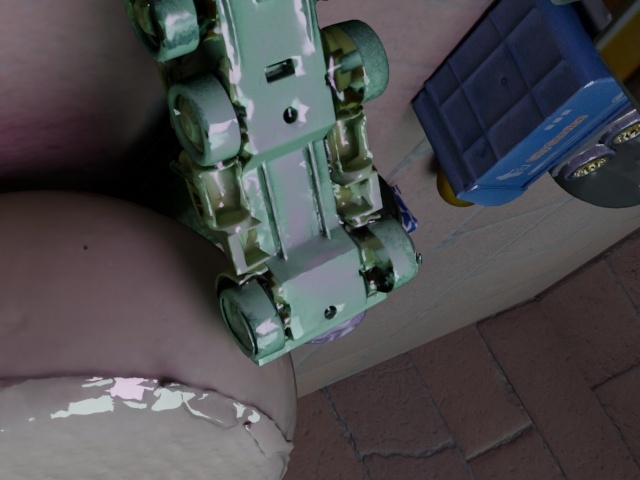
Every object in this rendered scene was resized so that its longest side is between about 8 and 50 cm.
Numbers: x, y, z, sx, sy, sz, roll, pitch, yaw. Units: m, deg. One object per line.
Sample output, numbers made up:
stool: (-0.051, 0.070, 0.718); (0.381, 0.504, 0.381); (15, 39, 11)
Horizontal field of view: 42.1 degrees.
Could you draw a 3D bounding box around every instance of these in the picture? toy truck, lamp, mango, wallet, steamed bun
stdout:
toy truck: (0.239, -0.163, 0.767); (0.175, 0.146, 0.367); (-12, 159, -34)
lamp: (0.381, -0.162, 0.945); (0.182, 0.182, 0.314); (-18, 160, -34)
toy truck: (-0.035, -0.065, 0.492); (0.128, 0.259, 0.135); (-26, -154, -23)
mango: (0.198, -0.087, 1.075); (0.103, 0.076, 0.161); (-34, 173, -2)
wallet: (-0.094, -0.050, 0.721); (0.160, 0.055, 0.236); (-6, 158, -43)
steamed bun: (-0.207, 0.106, 0.635); (0.374, 0.241, 0.374); (-10, 142, -8)

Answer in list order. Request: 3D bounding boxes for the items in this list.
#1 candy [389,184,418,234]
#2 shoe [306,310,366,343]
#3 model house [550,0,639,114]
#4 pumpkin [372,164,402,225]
candy: (0.042, -0.001, 1.078); (0.092, 0.073, 0.160); (-13, 159, -47)
shoe: (-0.075, 0.064, 1.041); (0.245, 0.137, 0.095); (-8, -148, 16)
model house: (0.236, -0.210, 0.470); (0.224, 0.215, 0.198); (-19, 159, -30)
pumpkin: (-0.001, 0.001, 0.871); (0.190, 0.146, 0.190); (-25, 162, -9)
